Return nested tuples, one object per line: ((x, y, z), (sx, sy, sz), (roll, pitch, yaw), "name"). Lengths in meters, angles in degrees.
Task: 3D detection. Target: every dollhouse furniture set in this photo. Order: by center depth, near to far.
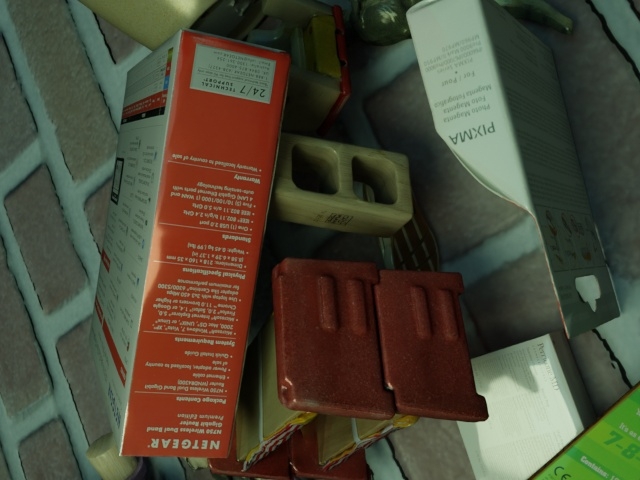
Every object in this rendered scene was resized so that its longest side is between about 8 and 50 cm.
((0.000, 0.000, 0.646), (0.201, 0.152, 0.374), (130, 142, -53), "dollhouse furniture set")

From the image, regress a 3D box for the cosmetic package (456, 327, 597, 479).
((0.185, 0.199, 0.590), (0.099, 0.060, 0.239), (-24, 77, 29), "cosmetic package")

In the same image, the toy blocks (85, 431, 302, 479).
((-0.162, 0.375, 0.736), (0.288, 0.309, 0.260), (-6, 119, 42), "toy blocks")

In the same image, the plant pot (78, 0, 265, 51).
((-0.177, -0.315, 0.735), (0.256, 0.256, 0.274), (-39, 86, 24), "plant pot")

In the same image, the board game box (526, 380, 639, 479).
((0.265, 0.149, 0.517), (0.259, 0.039, 0.124), (-43, 74, 6), "board game box")

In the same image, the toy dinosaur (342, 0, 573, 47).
((0.088, -0.230, 0.660), (0.268, 0.064, 0.118), (3, 105, 31), "toy dinosaur")

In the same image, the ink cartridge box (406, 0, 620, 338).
((0.148, -0.048, 0.544), (0.066, 0.189, 0.232), (-12, 83, 31), "ink cartridge box")

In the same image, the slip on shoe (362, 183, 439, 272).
((0.068, -0.008, 0.679), (0.135, 0.051, 0.041), (71, 159, 4), "slip on shoe")

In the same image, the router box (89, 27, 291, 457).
((-0.138, -0.011, 0.672), (0.335, 0.082, 0.301), (-159, 78, -68), "router box")
